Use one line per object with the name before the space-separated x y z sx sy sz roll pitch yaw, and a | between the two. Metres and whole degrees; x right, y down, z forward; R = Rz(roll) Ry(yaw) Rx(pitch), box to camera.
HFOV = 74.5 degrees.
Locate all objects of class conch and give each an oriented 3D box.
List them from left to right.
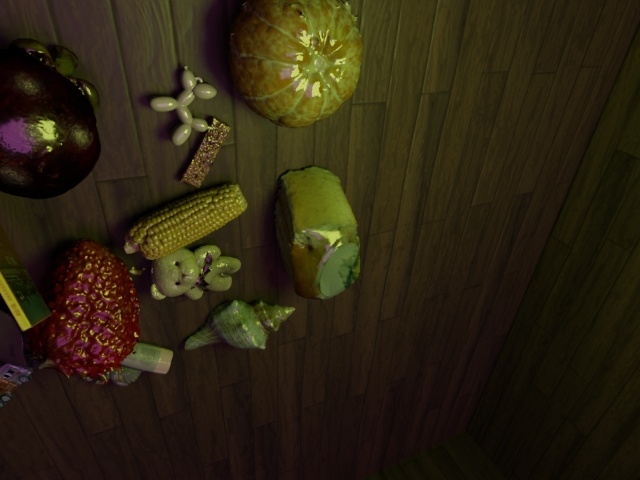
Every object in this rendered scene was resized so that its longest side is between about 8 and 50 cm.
conch | -0.273 0.293 1.435 0.386 0.169 0.203 -19 104 -19

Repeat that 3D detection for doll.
doll | -0.663 0.429 1.371 0.180 0.079 0.094 3 84 -25
doll | -0.326 -0.331 1.026 0.160 0.059 0.161 -30 123 -10
doll | -0.363 0.099 1.270 0.278 0.149 0.175 6 86 -47

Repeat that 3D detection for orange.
orange | -0.055 -0.429 0.989 0.329 0.249 0.329 -12 119 -23

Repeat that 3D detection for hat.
hat | -0.879 0.260 1.049 0.149 0.244 0.214 -42 147 -54

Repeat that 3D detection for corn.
corn | -0.367 -0.052 1.157 0.347 0.130 0.130 -26 131 -14

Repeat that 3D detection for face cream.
face cream | -0.585 0.378 1.376 0.198 0.057 0.084 32 59 -40

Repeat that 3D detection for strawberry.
strawberry | -0.596 0.182 1.115 0.292 0.292 0.343 25 92 -39

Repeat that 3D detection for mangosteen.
mangosteen | -0.566 -0.228 0.820 0.293 0.297 0.297 -31 135 -32

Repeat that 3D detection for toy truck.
toy truck | -0.909 0.389 1.197 0.177 0.080 0.115 -43 122 6

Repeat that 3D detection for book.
book | -0.654 0.001 0.839 0.028 0.262 0.374 -28 98 -26

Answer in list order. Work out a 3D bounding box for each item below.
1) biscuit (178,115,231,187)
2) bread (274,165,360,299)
biscuit | -0.309 -0.233 1.125 0.064 0.034 0.199 22 110 -38
bread | 0.001 -0.004 1.314 0.239 0.264 0.395 -16 130 -14
